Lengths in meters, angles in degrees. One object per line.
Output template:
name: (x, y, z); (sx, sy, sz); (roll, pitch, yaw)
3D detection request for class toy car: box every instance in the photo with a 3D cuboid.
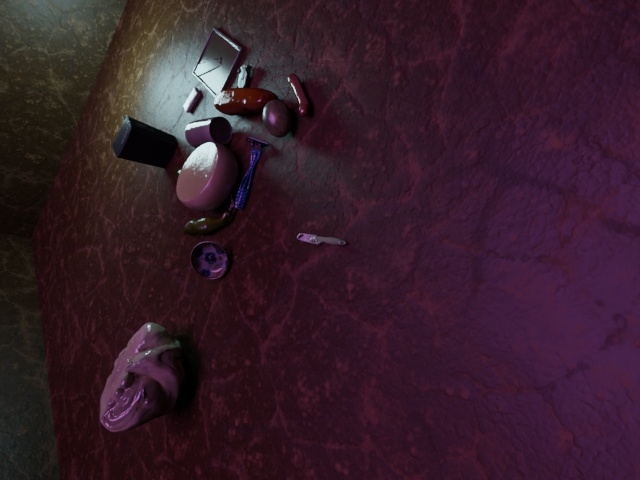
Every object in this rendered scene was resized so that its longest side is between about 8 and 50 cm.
toy car: (-0.292, -0.610, 1.660); (0.059, 0.035, 0.122); (14, 100, 45)

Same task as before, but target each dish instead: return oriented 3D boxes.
dish: (-0.388, 0.061, 1.573); (0.141, 0.078, 0.141); (2, 107, 7)

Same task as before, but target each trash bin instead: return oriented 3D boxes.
trash bin: (-0.785, -0.431, 1.961); (0.165, 0.225, 0.115); (-53, 49, 21)

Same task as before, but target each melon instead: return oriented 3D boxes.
melon: (-0.139, -0.397, 1.419); (0.098, 0.098, 0.131); (-34, 60, 34)

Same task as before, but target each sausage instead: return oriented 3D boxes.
sausage: (-0.273, -0.504, 1.573); (0.348, 0.097, 0.094); (13, 98, 44)
sausage: (-0.067, -0.470, 1.403); (0.043, 0.043, 0.187); (-38, 55, 31)

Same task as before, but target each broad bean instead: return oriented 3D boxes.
broad bean: (-0.422, -0.073, 1.650); (0.317, 0.056, 0.098); (-24, 63, 34)
broad bean: (-0.551, -0.225, 1.798); (0.325, 0.067, 0.075); (51, 124, 40)

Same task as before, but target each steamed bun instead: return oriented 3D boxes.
steamed bun: (-0.613, 0.497, 1.577); (0.339, 0.247, 0.352); (-56, 24, 4)

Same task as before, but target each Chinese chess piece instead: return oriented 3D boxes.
Chinese chess piece: (-0.423, -0.236, 1.623); (0.273, 0.102, 0.274); (-20, 57, 33)

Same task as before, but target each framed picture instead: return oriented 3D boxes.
framed picture: (-0.442, -0.755, 1.848); (0.315, 0.024, 0.232); (48, 114, 38)

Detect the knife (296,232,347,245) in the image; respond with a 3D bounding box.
knife: (0.000, 0.000, 1.253); (0.207, 0.014, 0.030); (9, 87, 46)

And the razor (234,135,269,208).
razor: (-0.251, -0.233, 1.532); (0.081, 0.042, 0.254); (18, 96, 4)

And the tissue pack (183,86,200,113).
tissue pack: (-0.576, -0.627, 1.945); (0.108, 0.023, 0.056); (-49, 51, 26)

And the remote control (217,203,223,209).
remote control: (-0.369, -0.163, 1.646); (0.039, 0.014, 0.096); (26, 98, 42)

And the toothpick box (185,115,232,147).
toothpick box: (-0.441, -0.423, 1.708); (0.180, 0.111, 0.111); (6, 84, 43)
